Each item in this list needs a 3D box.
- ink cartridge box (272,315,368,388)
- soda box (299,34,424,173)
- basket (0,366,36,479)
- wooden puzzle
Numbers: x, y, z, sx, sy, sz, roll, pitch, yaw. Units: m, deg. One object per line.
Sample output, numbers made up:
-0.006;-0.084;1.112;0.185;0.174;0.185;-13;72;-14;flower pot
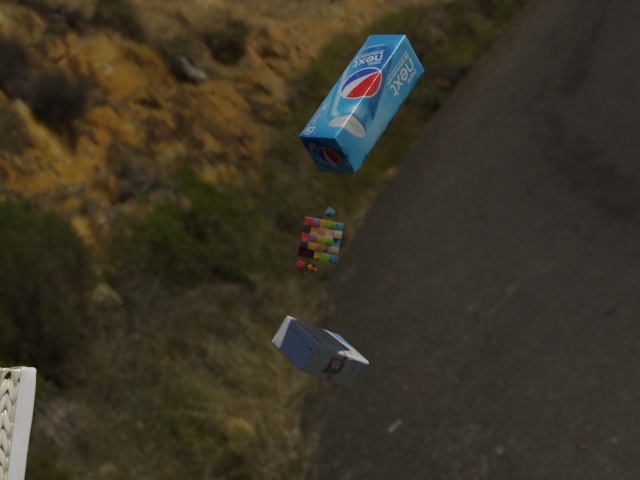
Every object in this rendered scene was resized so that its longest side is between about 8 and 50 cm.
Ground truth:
-0.001;0.169;1.968;0.088;0.122;0.052;40;100;45;ink cartridge box
0.059;-0.190;1.795;0.067;0.071;0.210;6;51;39;soda box
-0.372;0.212;1.365;0.113;0.103;0.167;-18;63;58;basket
0.000;0.000;1.570;0.006;0.049;0.083;-154;75;-78;wooden puzzle
